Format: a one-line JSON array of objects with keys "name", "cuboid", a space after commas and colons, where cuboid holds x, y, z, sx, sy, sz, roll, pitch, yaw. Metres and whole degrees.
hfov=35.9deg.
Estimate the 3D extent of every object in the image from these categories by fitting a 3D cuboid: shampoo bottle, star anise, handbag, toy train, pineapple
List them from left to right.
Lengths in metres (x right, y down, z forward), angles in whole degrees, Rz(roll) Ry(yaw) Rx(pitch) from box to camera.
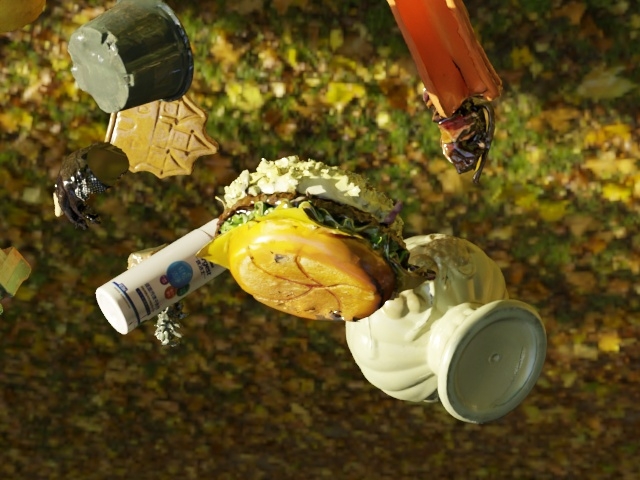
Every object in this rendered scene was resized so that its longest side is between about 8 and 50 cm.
[{"name": "toy train", "cuboid": [-0.471, 0.018, 1.304, 0.074, 0.118, 0.176, -17, 123, 24]}, {"name": "pineapple", "cuboid": [-0.307, 0.110, 1.897, 0.108, 0.198, 0.108, -11, -173, 1]}, {"name": "shampoo bottle", "cuboid": [-0.235, 0.046, 1.706, 0.303, 0.092, 0.092, -32, 170, -28]}, {"name": "handbag", "cuboid": [0.156, -0.419, 1.578, 0.116, 0.304, 0.410, -23, 129, 13]}, {"name": "star anise", "cuboid": [0.279, -0.249, 1.964, 0.125, 0.190, 0.220, -26, 142, 6]}]

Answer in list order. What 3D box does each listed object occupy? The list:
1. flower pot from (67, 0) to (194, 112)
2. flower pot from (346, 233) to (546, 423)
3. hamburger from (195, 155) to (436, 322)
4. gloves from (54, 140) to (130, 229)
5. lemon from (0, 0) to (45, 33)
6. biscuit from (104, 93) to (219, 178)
[{"name": "flower pot", "cuboid": [-0.257, -0.240, 1.307, 0.157, 0.107, 0.158, 24, 132, 29]}, {"name": "flower pot", "cuboid": [0.220, 0.152, 1.644, 0.307, 0.308, 0.244, 23, -175, -38]}, {"name": "hamburger", "cuboid": [0.000, 0.000, 1.154, 0.243, 0.139, 0.261, -16, 138, 44]}, {"name": "gloves", "cuboid": [-0.416, -0.093, 1.692, 0.180, 0.129, 0.106, -31, 138, 32]}, {"name": "lemon", "cuboid": [-0.533, -0.421, 1.553, 0.231, 0.192, 0.192, -1, 157, -18]}, {"name": "biscuit", "cuboid": [-0.297, -0.205, 1.884, 0.215, 0.182, 0.034, 16, -163, -1]}]
